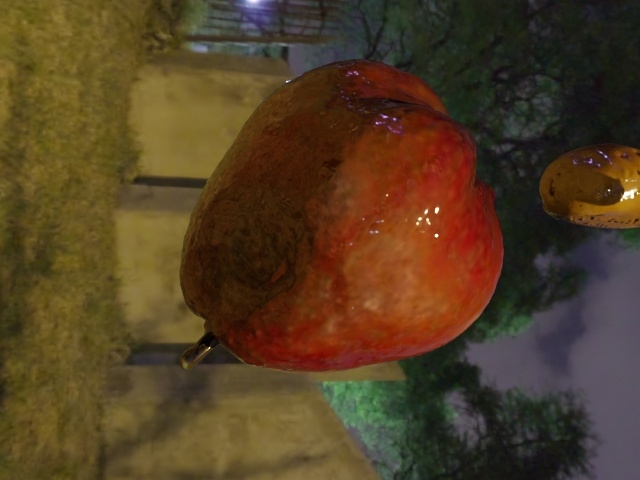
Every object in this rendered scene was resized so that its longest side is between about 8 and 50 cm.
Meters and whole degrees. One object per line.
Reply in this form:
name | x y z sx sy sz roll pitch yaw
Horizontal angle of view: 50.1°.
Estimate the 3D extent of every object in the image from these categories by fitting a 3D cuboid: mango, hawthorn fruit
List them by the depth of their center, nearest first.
hawthorn fruit | 0.000 0.000 0.500 0.224 0.260 0.224 56 -2 2
mango | 0.506 -0.090 1.181 0.156 0.248 0.151 -66 161 -72
